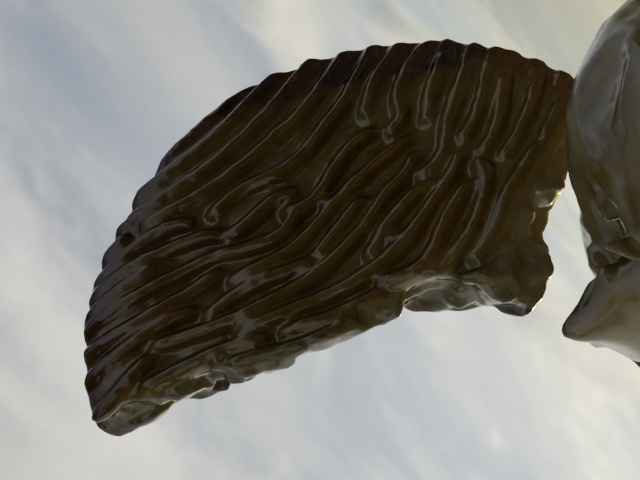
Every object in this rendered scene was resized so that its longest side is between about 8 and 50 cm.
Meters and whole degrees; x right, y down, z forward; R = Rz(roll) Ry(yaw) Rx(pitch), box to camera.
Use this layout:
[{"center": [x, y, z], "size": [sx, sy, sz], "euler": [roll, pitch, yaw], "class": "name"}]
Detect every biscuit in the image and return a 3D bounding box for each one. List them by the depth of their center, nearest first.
[{"center": [0.000, -0.001, 0.447], "size": [0.176, 0.228, 0.031], "euler": [32, 165, 31], "class": "biscuit"}]

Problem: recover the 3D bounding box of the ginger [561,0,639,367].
[{"center": [0.183, -0.053, 0.384], "size": [0.152, 0.267, 0.138], "euler": [60, 173, 39], "class": "ginger"}]
